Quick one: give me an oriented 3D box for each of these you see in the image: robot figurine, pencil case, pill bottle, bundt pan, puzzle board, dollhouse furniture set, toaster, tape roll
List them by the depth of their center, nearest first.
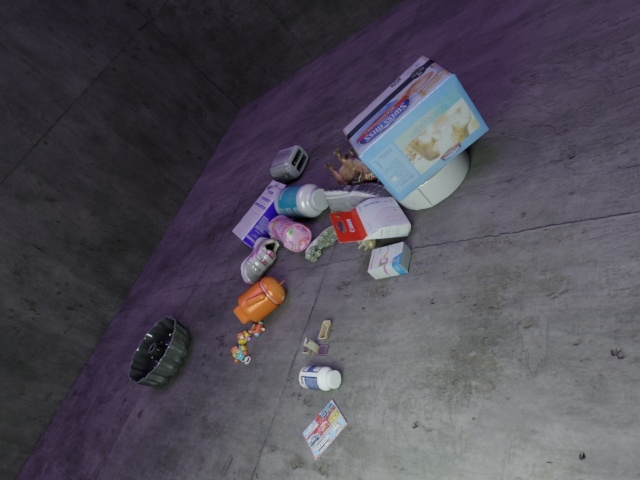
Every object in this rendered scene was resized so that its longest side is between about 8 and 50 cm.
[{"bbox_3d":[0.009,0.508,1.151,0.128,0.011,0.096,-49,31,0],"label":"puzzle board"},{"bbox_3d":[0.000,0.397,1.228,0.120,0.067,0.067,-13,46,44],"label":"pill bottle"},{"bbox_3d":[-0.024,0.297,1.352,0.091,0.081,0.114,-14,46,43],"label":"dollhouse furniture set"},{"bbox_3d":[0.354,-0.243,1.447,0.286,0.100,0.286,-31,36,26],"label":"tape roll"},{"bbox_3d":[-0.225,0.225,1.626,0.219,0.158,0.128,-39,45,1],"label":"robot figurine"},{"bbox_3d":[-0.135,-0.032,1.774,0.124,0.124,0.284,-52,24,-5],"label":"pencil case"},{"bbox_3d":[-0.078,-0.171,1.861,0.264,0.146,0.146,1,56,52],"label":"pill bottle"},{"bbox_3d":[-0.721,0.516,1.943,0.331,0.124,0.331,-31,36,26],"label":"bundt pan"},{"bbox_3d":[-0.160,-0.409,2.243,0.146,0.129,0.227,-7,48,42],"label":"toaster"}]

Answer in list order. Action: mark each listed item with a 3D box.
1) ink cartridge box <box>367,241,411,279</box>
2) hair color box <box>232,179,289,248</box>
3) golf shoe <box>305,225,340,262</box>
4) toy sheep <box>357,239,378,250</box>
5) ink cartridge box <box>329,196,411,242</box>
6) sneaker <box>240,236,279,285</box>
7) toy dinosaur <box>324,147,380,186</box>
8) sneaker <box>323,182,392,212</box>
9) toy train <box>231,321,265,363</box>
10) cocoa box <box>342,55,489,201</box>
[{"bbox_3d":[0.216,0.065,1.333,0.122,0.052,0.088,-18,43,42],"label":"ink cartridge box"},{"bbox_3d":[-0.272,-0.127,2.095,0.339,0.110,0.185,-53,30,-3],"label":"hair color box"},{"bbox_3d":[0.000,0.000,1.662,0.176,0.069,0.086,-45,26,5],"label":"golf shoe"},{"bbox_3d":[0.156,-0.022,1.470,0.091,0.091,0.132,-40,51,15],"label":"toy sheep"},{"bbox_3d":[0.161,-0.074,1.425,0.189,0.232,0.066,-107,18,-54],"label":"ink cartridge box"},{"bbox_3d":[-0.259,0.081,1.858,0.111,0.103,0.252,-16,45,44],"label":"sneaker"},{"bbox_3d":[0.124,-0.267,1.753,0.127,0.200,0.296,-24,-5,-22],"label":"toy dinosaur"},{"bbox_3d":[0.149,-0.151,1.620,0.281,0.115,0.105,6,32,36],"label":"sneaker"},{"bbox_3d":[-0.282,0.382,1.616,0.125,0.046,0.166,-15,45,43],"label":"toy train"},{"bbox_3d":[0.285,-0.344,1.323,0.347,0.231,0.228,-40,33,16],"label":"cocoa box"}]
